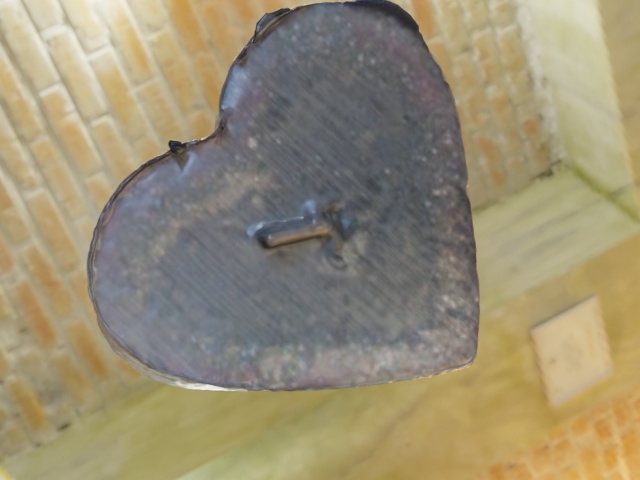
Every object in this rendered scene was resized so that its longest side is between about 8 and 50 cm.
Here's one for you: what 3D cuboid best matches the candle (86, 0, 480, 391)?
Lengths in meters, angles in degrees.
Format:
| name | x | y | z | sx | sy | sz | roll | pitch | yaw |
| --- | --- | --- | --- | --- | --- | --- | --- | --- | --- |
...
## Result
| name | x | y | z | sx | sy | sz | roll | pitch | yaw |
| --- | --- | --- | --- | --- | --- | --- | --- | --- | --- |
| candle | 0.000 | 0.000 | 0.567 | 0.168 | 0.192 | 0.068 | 43 | -12 | -3 |
